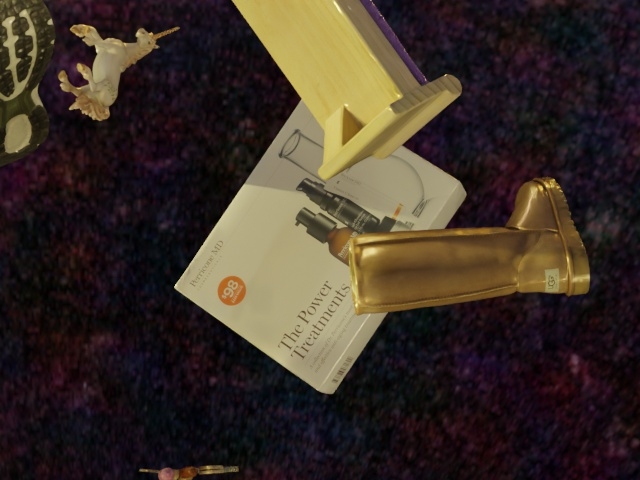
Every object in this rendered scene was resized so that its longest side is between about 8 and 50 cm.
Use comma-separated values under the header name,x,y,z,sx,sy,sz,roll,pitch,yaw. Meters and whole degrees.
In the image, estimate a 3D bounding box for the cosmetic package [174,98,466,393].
name,x,y,z,sx,sy,sz,roll,pitch,yaw
cosmetic package,0.000,0.000,1.878,0.284,0.097,0.377,33,89,19

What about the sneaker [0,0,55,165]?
name,x,y,z,sx,sy,sz,roll,pitch,yaw
sneaker,-0.540,-0.289,1.955,0.158,0.410,0.182,-33,71,-32

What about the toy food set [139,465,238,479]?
name,x,y,z,sx,sy,sz,roll,pitch,yaw
toy food set,-0.181,0.320,1.675,0.122,0.078,0.019,-7,75,20

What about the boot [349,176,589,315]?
name,x,y,z,sx,sy,sz,roll,pitch,yaw
boot,0.166,0.000,1.475,0.269,0.089,0.236,-5,25,-1

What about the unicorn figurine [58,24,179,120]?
name,x,y,z,sx,sy,sz,roll,pitch,yaw
unicorn figurine,-0.265,-0.225,1.538,0.060,0.111,0.162,19,83,41

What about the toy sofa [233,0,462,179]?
name,x,y,z,sx,sy,sz,roll,pitch,yaw
toy sofa,-0.002,-0.265,1.356,0.177,0.150,0.362,-30,83,-42
